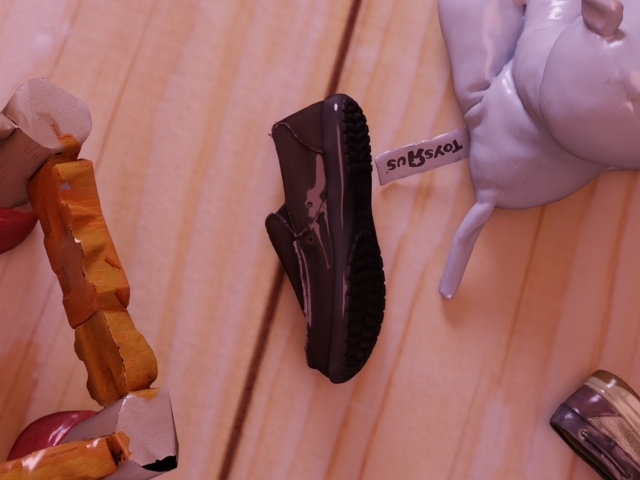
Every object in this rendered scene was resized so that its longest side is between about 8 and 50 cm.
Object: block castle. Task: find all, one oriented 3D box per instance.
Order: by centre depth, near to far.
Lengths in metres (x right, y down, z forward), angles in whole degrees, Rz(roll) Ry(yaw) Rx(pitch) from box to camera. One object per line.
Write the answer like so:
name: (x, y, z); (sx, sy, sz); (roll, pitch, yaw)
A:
block castle: (-0.334, 0.076, 0.597); (0.453, 0.213, 0.303); (-12, 77, -39)

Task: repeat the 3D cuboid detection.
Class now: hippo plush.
hippo plush: (0.188, -0.133, 0.744); (0.294, 0.236, 0.234); (-28, 88, -10)

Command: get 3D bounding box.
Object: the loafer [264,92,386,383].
loafer: (0.000, 0.000, 0.793); (0.078, 0.080, 0.220); (-4, 84, 24)

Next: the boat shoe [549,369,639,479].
boat shoe: (0.261, 0.209, 0.799); (0.073, 0.080, 0.223); (-34, 84, -5)
